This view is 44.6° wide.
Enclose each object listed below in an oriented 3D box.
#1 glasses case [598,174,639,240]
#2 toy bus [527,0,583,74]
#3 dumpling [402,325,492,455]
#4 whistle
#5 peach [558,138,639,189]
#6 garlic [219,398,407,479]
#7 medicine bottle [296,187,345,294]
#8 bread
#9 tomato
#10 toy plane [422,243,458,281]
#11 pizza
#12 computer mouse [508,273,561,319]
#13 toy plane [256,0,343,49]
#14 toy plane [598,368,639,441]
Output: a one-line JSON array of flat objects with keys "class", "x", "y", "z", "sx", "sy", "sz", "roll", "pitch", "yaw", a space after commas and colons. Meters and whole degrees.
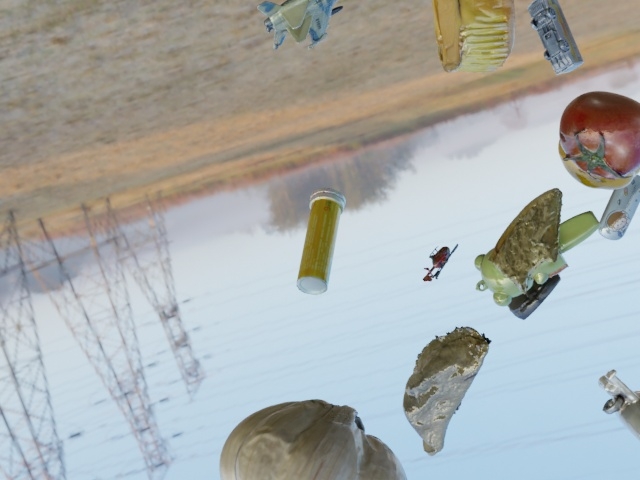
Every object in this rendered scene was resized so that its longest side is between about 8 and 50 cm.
[{"class": "glasses case", "x": 0.769, "y": -0.086, "z": 1.991, "sx": 0.067, "sy": 0.178, "sz": 0.045, "roll": 22, "pitch": -172, "yaw": 2}, {"class": "toy bus", "x": 0.574, "y": -0.502, "z": 1.901, "sx": 0.075, "sy": 0.190, "sz": 0.064, "roll": -13, "pitch": 169, "yaw": -35}, {"class": "dumpling", "x": 0.239, "y": 0.306, "z": 1.680, "sx": 0.086, "sy": 0.332, "sz": 0.166, "roll": -7, "pitch": -144, "yaw": -42}, {"class": "whistle", "x": 0.451, "y": 0.030, "z": 1.637, "sx": 0.288, "sy": 0.131, "sz": 0.106, "roll": -33, "pitch": 145, "yaw": 14}, {"class": "peach", "x": 0.569, "y": -0.186, "z": 1.560, "sx": 0.179, "sy": 0.179, "sz": 0.103, "roll": -20, "pitch": 170, "yaw": -11}, {"class": "garlic", "x": 0.004, "y": 0.255, "z": 0.818, "sx": 0.228, "sy": 0.228, "sz": 0.152, "roll": -9, "pitch": -142, "yaw": 52}, {"class": "medicine bottle", "x": 0.000, "y": 0.000, "z": 1.544, "sx": 0.074, "sy": 0.074, "sz": 0.218, "roll": -14, "pitch": -133, "yaw": 30}, {"class": "bread", "x": 0.245, "y": -0.366, "z": 1.251, "sx": 0.114, "sy": 0.190, "sz": 0.132, "roll": -5, "pitch": -174, "yaw": -12}, {"class": "tomato", "x": 0.511, "y": -0.191, "z": 1.387, "sx": 0.167, "sy": 0.167, "sz": 0.167, "roll": -19, "pitch": -172, "yaw": 3}, {"class": "toy plane", "x": 0.335, "y": 0.063, "z": 2.216, "sx": 0.145, "sy": 0.037, "sz": 0.060, "roll": -49, "pitch": -146, "yaw": -19}, {"class": "pizza", "x": 0.381, "y": 0.010, "z": 1.452, "sx": 0.181, "sy": 0.034, "sz": 0.262, "roll": -45, "pitch": -166, "yaw": 33}, {"class": "computer mouse", "x": 0.490, "y": 0.093, "z": 1.824, "sx": 0.137, "sy": 0.086, "sz": 0.270, "roll": -53, "pitch": 173, "yaw": 17}, {"class": "toy plane", "x": 0.017, "y": -0.421, "z": 1.300, "sx": 0.262, "sy": 0.088, "sz": 0.192, "roll": -39, "pitch": 150, "yaw": -10}, {"class": "toy plane", "x": 0.631, "y": 0.336, "z": 1.467, "sx": 0.117, "sy": 0.245, "sz": 0.244, "roll": -48, "pitch": -174, "yaw": 5}]
